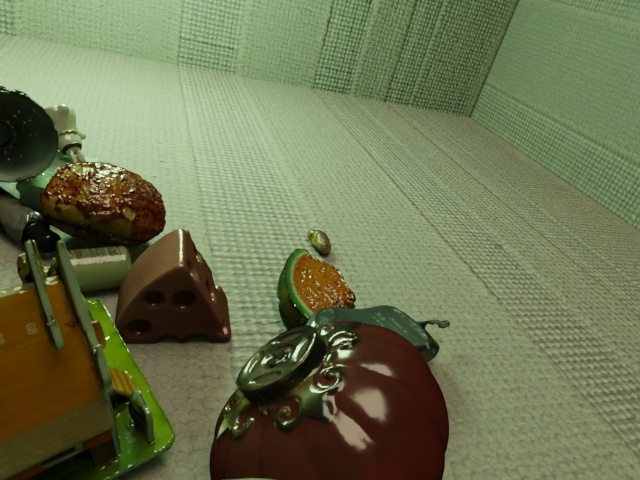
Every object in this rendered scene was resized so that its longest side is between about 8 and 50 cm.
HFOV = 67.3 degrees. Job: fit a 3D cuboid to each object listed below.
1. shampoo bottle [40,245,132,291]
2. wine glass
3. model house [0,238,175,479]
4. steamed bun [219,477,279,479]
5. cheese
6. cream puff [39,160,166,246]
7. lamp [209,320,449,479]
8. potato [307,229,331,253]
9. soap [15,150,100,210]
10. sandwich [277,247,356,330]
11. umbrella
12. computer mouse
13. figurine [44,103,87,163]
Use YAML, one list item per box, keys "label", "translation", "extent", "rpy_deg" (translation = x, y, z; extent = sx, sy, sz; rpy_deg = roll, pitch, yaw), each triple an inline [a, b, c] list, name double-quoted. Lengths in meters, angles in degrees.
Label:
- label: "shampoo bottle"
  translation: [-0.435, 0.055, 0.880]
  extent: [0.161, 0.079, 0.079]
  rpy_deg: [-6, 37, -33]
- label: "wine glass"
  translation: [-0.693, -0.229, 1.042]
  extent: [0.190, 0.191, 0.356]
  rpy_deg: [-8, 16, -36]
- label: "model house"
  translation: [-0.360, 0.097, 0.603]
  extent: [0.242, 0.313, 0.357]
  rpy_deg: [-16, 42, -35]
- label: "steamed bun"
  translation: [-0.059, 0.374, 0.336]
  extent: [0.373, 0.241, 0.375]
  rpy_deg: [0, 64, 0]
- label: "cheese"
  translation: [-0.280, 0.105, 0.854]
  extent: [0.176, 0.203, 0.128]
  rpy_deg: [-20, 40, -1]
- label: "cream puff"
  translation: [-0.434, -0.077, 0.974]
  extent: [0.239, 0.164, 0.240]
  rpy_deg: [22, 11, -5]
- label: "lamp"
  translation: [0.011, 0.239, 0.602]
  extent: [0.302, 0.257, 0.303]
  rpy_deg: [-27, 17, 9]
- label: "potato"
  translation: [0.000, 0.000, 1.222]
  extent: [0.046, 0.045, 0.092]
  rpy_deg: [-33, 43, -7]
- label: "soap"
  translation: [-0.610, -0.138, 1.132]
  extent: [0.118, 0.067, 0.198]
  rpy_deg: [12, 30, -11]
- label: "sandwich"
  translation: [-0.023, 0.107, 1.000]
  extent: [0.159, 0.079, 0.235]
  rpy_deg: [5, 32, -26]
- label: "umbrella"
  translation: [-0.652, -0.065, 0.982]
  extent: [0.337, 0.073, 0.067]
  rpy_deg: [29, 27, 20]
- label: "computer mouse"
  translation: [0.120, 0.198, 0.913]
  extent: [0.378, 0.090, 0.167]
  rpy_deg: [-1, 33, -37]
- label: "figurine"
  translation: [-0.612, -0.247, 1.164]
  extent: [0.081, 0.146, 0.098]
  rpy_deg: [-20, 11, -29]
